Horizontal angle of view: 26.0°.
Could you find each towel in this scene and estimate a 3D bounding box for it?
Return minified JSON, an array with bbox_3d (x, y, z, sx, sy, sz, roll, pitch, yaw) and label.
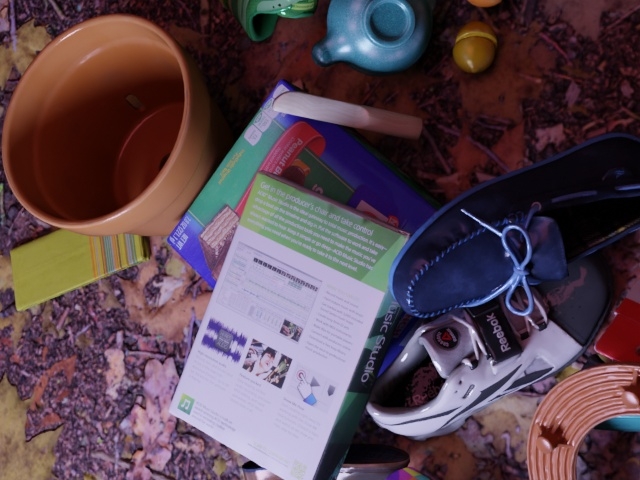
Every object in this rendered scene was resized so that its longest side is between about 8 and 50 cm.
[{"bbox_3d":[-0.348,0.021,1.987,0.237,0.021,0.102,-21,65,25],"label":"towel"}]

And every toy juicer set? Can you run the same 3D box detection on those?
[{"bbox_3d":[0.105,-0.249,1.716,0.209,0.089,0.329,32,90,-13],"label":"toy juicer set"}]

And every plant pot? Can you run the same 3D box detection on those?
[{"bbox_3d":[-0.245,-0.127,1.838,0.290,0.203,0.291,-9,69,25],"label":"plant pot"}]

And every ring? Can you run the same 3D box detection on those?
[{"bbox_3d":[0.352,0.280,1.427,0.336,0.032,0.337,24,130,33],"label":"ring"}]

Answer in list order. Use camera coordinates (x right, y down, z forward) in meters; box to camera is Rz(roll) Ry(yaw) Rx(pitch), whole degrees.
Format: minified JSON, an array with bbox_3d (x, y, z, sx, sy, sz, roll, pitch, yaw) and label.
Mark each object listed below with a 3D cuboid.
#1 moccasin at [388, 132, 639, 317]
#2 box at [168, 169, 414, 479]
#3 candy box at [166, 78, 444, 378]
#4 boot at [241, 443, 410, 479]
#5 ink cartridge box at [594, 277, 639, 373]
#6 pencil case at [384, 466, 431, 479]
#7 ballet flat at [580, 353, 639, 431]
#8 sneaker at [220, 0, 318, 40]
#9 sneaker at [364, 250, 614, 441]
[{"bbox_3d":[0.238,-0.012,1.528,0.342,0.138,0.117,-31,46,-7],"label":"moccasin"},{"bbox_3d":[-0.030,0.105,1.632,0.232,0.058,0.322,25,98,33],"label":"box"},{"bbox_3d":[0.000,0.000,1.735,0.317,0.122,0.268,42,102,28],"label":"candy box"},{"bbox_3d":[0.015,0.314,1.708,0.219,0.082,0.106,-8,98,24],"label":"boot"},{"bbox_3d":[0.403,0.078,1.460,0.134,0.078,0.231,27,62,31],"label":"ink cartridge box"},{"bbox_3d":[0.154,0.359,1.594,0.236,0.104,0.104,32,96,29],"label":"pencil case"},{"bbox_3d":[0.403,0.170,1.498,0.280,0.095,0.096,7,70,30],"label":"ballet flat"},{"bbox_3d":[-0.024,-0.359,1.804,0.295,0.109,0.124,-36,79,52],"label":"sneaker"},{"bbox_3d":[0.190,0.121,1.595,0.330,0.146,0.122,-41,62,15],"label":"sneaker"}]
